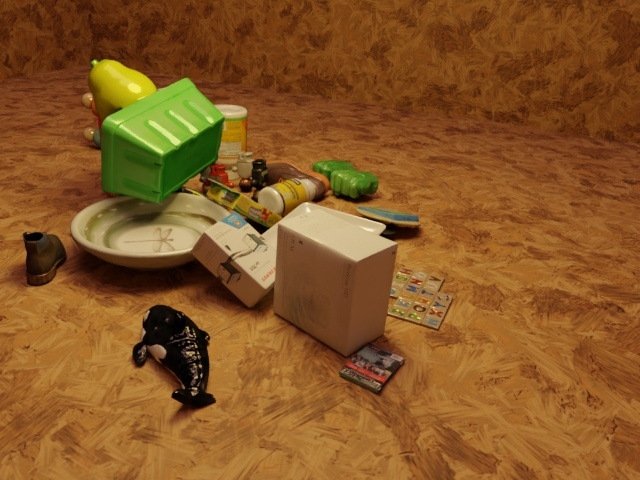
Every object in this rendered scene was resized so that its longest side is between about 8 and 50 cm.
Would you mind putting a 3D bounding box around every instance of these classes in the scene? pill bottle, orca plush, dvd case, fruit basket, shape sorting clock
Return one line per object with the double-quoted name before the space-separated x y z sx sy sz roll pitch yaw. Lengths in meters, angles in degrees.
"pill bottle" -0.330 -0.346 1.978 0.136 0.246 0.136 4 26 -2
"orca plush" -0.281 0.188 1.056 0.151 0.102 0.287 -3 27 -16
"dvd case" 0.103 0.248 1.100 0.087 0.013 0.119 19 31 27
"fruit basket" -0.505 -0.327 1.578 0.391 0.283 0.392 11 42 -10
"pill bottle" -0.101 -0.137 1.752 0.103 0.103 0.184 22 31 32
"shape sorting clock" 0.207 -0.071 1.715 0.206 0.041 0.206 9 8 -1

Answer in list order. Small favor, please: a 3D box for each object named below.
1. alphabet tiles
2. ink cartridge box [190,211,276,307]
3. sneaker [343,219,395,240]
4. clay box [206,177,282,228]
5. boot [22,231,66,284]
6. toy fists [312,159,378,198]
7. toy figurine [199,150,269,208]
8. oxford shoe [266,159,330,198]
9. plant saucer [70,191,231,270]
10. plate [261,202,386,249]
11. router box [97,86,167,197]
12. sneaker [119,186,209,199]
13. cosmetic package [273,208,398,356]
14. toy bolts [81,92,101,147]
"alphabet tiles" 0.220 0.129 1.369 0.198 0.009 0.237 15 28 20
"ink cartridge box" -0.182 0.042 1.296 0.190 0.082 0.139 42 33 2
"sneaker" 0.128 -0.032 1.642 0.170 0.051 0.089 22 30 22
"clay box" -0.224 -0.102 1.590 0.127 0.053 0.222 27 0 38
"boot" -0.668 0.008 1.353 0.082 0.106 0.219 -3 27 -17
"toy fists" 0.072 -0.217 1.962 0.142 0.096 0.279 -1 23 -33
"toy figurine" -0.281 -0.194 1.806 0.212 0.148 0.209 -11 24 -25
"oxford shoe" -0.108 -0.206 1.908 0.271 0.097 0.098 15 34 20
"plant saucer" -0.428 -0.013 1.445 0.399 0.101 0.400 4 25 -2
"plate" 0.000 0.000 1.523 0.277 0.045 0.278 17 37 26
"router box" -0.570 -0.327 1.837 0.082 0.301 0.335 15 27 21
"sneaker" -0.456 -0.138 1.696 0.299 0.111 0.121 15 24 16
"cosmetic package" 0.025 0.083 1.183 0.224 0.224 0.138 24 32 35
"toy bolts" -0.835 -0.476 2.184 0.158 0.229 0.218 14 20 -3
